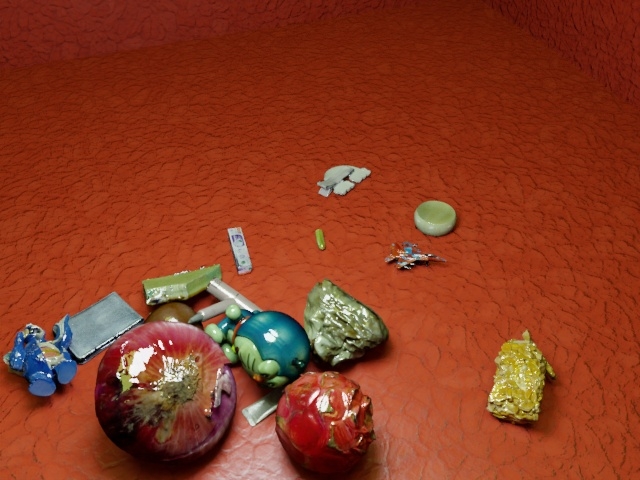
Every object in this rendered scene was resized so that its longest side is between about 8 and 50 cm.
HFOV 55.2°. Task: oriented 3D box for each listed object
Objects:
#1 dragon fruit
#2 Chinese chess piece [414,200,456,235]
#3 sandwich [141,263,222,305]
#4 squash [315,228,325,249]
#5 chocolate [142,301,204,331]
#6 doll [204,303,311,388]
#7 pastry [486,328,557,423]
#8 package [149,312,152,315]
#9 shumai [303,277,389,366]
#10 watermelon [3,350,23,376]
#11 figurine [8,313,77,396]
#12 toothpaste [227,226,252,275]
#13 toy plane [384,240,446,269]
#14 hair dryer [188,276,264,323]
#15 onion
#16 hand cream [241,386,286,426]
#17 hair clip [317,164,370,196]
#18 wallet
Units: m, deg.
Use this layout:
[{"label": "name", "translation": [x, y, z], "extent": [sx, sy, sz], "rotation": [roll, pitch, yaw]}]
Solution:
[{"label": "dragon fruit", "translation": [0.011, 0.422, 1.432], "extent": [0.252, 0.241, 0.241], "rotation": [26, 49, 27]}, {"label": "Chinese chess piece", "translation": [0.392, -0.075, 2.095], "extent": [0.144, 0.058, 0.144], "rotation": [1, 42, -1]}, {"label": "sandwich", "translation": [-0.395, 0.135, 1.804], "extent": [0.245, 0.063, 0.212], "rotation": [-13, 10, -17]}, {"label": "squash", "translation": [0.000, 0.000, 2.042], "extent": [0.028, 0.027, 0.083], "rotation": [-5, 43, -5]}, {"label": "chocolate", "translation": [-0.398, 0.257, 1.677], "extent": [0.177, 0.176, 0.176], "rotation": [-1, 42, 1]}, {"label": "doll", "translation": [-0.151, 0.265, 1.585], "extent": [0.322, 0.198, 0.186], "rotation": [23, 59, 42]}, {"label": "pastry", "translation": [0.525, 0.354, 1.586], "extent": [0.154, 0.102, 0.250], "rotation": [7, 45, 26]}, {"label": "package", "translation": [-0.493, 0.254, 1.784], "extent": [0.037, 0.015, 0.110], "rotation": [5, 44, -1]}, {"label": "shumai", "translation": [0.047, 0.250, 1.691], "extent": [0.256, 0.189, 0.218], "rotation": [33, 72, 20]}, {"label": "watermelon", "translation": [-0.837, 0.338, 1.672], "extent": [0.061, 0.085, 0.085], "rotation": [-43, 48, 6]}, {"label": "figurine", "translation": [-0.744, 0.315, 1.649], "extent": [0.164, 0.120, 0.262], "rotation": [-13, 36, -19]}, {"label": "toothpaste", "translation": [-0.265, 0.033, 2.003], "extent": [0.047, 0.040, 0.196], "rotation": [-9, 43, -15]}, {"label": "toy plane", "translation": [0.305, 0.055, 1.954], "extent": [0.189, 0.061, 0.130], "rotation": [15, 44, 11]}, {"label": "hair dryer", "translation": [-0.269, 0.203, 1.708], "extent": [0.195, 0.053, 0.220], "rotation": [34, 23, 6]}, {"label": "onion", "translation": [-0.385, 0.375, 1.499], "extent": [0.348, 0.285, 0.347], "rotation": [12, 65, -27]}, {"label": "hand cream", "translation": [-0.123, 0.417, 1.593], "extent": [0.165, 0.037, 0.057], "rotation": [-31, 50, -19]}, {"label": "hair clip", "translation": [0.073, -0.233, 2.282], "extent": [0.140, 0.054, 0.220], "rotation": [24, 45, 31]}, {"label": "wallet", "translation": [-0.648, 0.250, 1.779], "extent": [0.167, 0.036, 0.222], "rotation": [31, 50, 31]}]
